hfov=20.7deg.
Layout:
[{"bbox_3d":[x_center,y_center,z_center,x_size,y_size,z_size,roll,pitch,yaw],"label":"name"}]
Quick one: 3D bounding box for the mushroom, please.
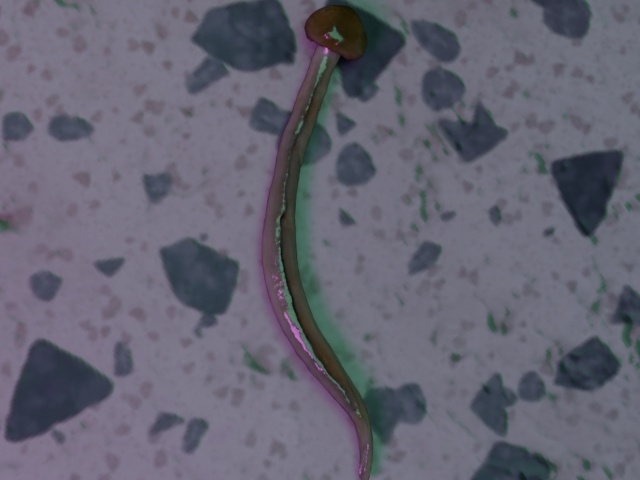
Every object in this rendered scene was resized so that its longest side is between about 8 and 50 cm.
[{"bbox_3d":[-0.001,-0.001,1.122,0.068,0.043,0.306,-1,84,16],"label":"mushroom"}]
